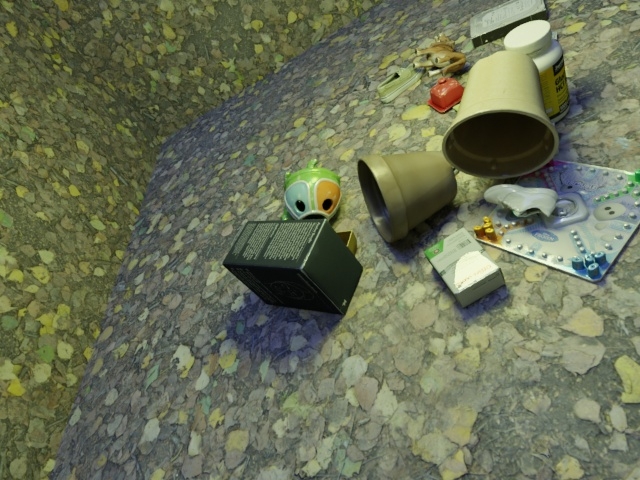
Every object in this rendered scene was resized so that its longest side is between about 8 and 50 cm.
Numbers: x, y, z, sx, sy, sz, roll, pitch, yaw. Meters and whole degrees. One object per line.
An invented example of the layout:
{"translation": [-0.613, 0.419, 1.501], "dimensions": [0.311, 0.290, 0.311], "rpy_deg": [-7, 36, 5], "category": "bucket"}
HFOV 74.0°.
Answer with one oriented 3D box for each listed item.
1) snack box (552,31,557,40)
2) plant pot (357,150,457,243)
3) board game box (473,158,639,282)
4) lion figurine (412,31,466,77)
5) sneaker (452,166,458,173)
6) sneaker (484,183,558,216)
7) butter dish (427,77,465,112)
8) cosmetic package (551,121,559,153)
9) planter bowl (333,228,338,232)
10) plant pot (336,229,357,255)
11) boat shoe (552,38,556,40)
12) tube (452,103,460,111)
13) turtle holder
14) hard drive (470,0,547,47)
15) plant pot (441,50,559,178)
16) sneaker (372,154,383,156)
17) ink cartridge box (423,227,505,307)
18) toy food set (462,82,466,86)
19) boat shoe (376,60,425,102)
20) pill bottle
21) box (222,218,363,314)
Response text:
{"translation": [0.951, -0.873, 1.887], "dimensions": [0.178, 0.022, 0.064], "rpy_deg": [-4, 49, 35], "category": "snack box"}
{"translation": [0.319, -0.186, 1.523], "dimensions": [0.280, 0.323, 0.323], "rpy_deg": [-20, 40, -3], "category": "plant pot"}
{"translation": [0.731, -0.100, 1.284], "dimensions": [0.390, 0.050, 0.390], "rpy_deg": [-48, 39, -11], "category": "board game box"}
{"translation": [0.607, -0.883, 2.065], "dimensions": [0.240, 0.142, 0.392], "rpy_deg": [-12, 44, -9], "category": "lion figurine"}
{"translation": [0.416, -0.283, 1.651], "dimensions": [0.217, 0.121, 0.079], "rpy_deg": [-14, 46, 27], "category": "sneaker"}
{"translation": [0.602, -0.114, 1.305], "dimensions": [0.212, 0.080, 0.094], "rpy_deg": [9, 70, 42], "category": "sneaker"}
{"translation": [0.566, -0.683, 1.926], "dimensions": [0.160, 0.118, 0.160], "rpy_deg": [-33, 40, 7], "category": "butter dish"}
{"translation": [0.699, -0.334, 1.499], "dimensions": [0.239, 0.099, 0.060], "rpy_deg": [-7, 49, 33], "category": "cosmetic package"}
{"translation": [0.000, 0.000, 1.712], "dimensions": [0.162, 0.109, 0.162], "rpy_deg": [-22, 41, 21], "category": "planter bowl"}
{"translation": [0.098, 0.020, 1.635], "dimensions": [0.081, 0.083, 0.081], "rpy_deg": [-6, 49, 35], "category": "plant pot"}
{"translation": [0.840, -0.697, 1.723], "dimensions": [0.342, 0.123, 0.123], "rpy_deg": [-46, 29, -22], "category": "boat shoe"}
{"translation": [0.631, -0.536, 1.783], "dimensions": [0.070, 0.062, 0.240], "rpy_deg": [7, 39, -8], "category": "tube"}
{"translation": [-0.063, -0.175, 1.832], "dimensions": [0.320, 0.243, 0.227], "rpy_deg": [-12, 62, 17], "category": "turtle holder"}
{"translation": [0.919, -1.098, 2.100], "dimensions": [0.339, 0.064, 0.237], "rpy_deg": [-11, 46, 31], "category": "hard drive"}
{"translation": [0.580, -0.419, 1.369], "dimensions": [0.334, 0.334, 0.305], "rpy_deg": [-4, 61, 36], "category": "plant pot"}
{"translation": [0.261, -0.349, 1.881], "dimensions": [0.175, 0.067, 0.064], "rpy_deg": [-5, 48, 33], "category": "sneaker"}
{"translation": [0.439, 0.082, 1.305], "dimensions": [0.153, 0.087, 0.208], "rpy_deg": [-32, 38, 8], "category": "ink cartridge box"}
{"translation": [0.750, -0.766, 1.926], "dimensions": [0.192, 0.038, 0.132], "rpy_deg": [-44, 39, -6], "category": "toy food set"}
{"translation": [0.424, -0.843, 2.212], "dimensions": [0.302, 0.094, 0.109], "rpy_deg": [-43, 39, -5], "category": "boat shoe"}
{"translation": [0.760, -0.582, 1.503], "dimensions": [0.188, 0.334, 0.188], "rpy_deg": [-21, 42, 21], "category": "pill bottle"}
{"translation": [-0.100, 0.092, 1.553], "dimensions": [0.395, 0.293, 0.212], "rpy_deg": [1, 54, 38], "category": "box"}
